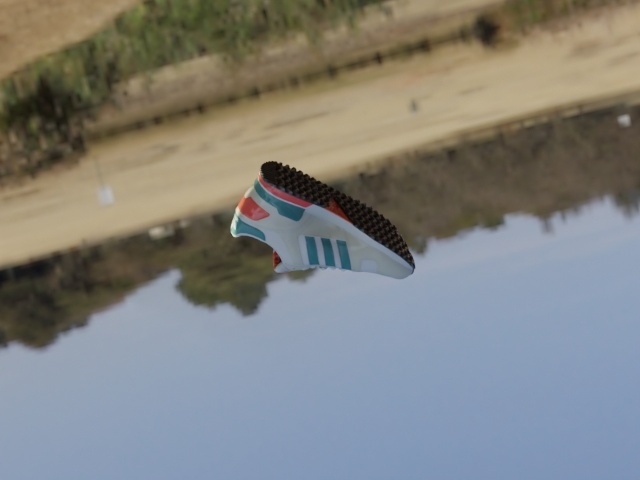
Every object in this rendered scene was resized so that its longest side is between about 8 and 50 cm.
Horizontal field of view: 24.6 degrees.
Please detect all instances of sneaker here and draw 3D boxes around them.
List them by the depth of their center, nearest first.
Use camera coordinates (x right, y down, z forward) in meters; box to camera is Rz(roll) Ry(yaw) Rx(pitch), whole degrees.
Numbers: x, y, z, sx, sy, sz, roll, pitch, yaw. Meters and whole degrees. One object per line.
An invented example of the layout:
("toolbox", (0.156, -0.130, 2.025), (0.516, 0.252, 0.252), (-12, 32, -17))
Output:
("sneaker", (0.000, 0.000, 1.205), (0.075, 0.161, 0.057), (-51, -153, 23))
